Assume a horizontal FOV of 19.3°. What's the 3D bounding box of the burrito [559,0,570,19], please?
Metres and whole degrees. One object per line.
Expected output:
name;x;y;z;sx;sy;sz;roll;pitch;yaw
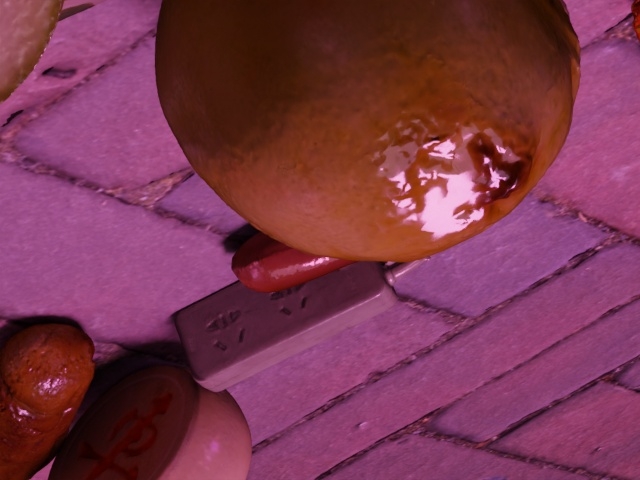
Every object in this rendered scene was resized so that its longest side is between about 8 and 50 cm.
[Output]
burrito;0.096;-0.117;1.730;0.175;0.107;0.348;-12;157;-36

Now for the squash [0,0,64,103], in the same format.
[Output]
squash;-0.287;-0.187;1.220;0.252;0.049;0.252;-1;116;-2

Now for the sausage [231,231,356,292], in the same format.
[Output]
sausage;0.000;0.000;1.931;0.194;0.077;0.077;-22;155;3

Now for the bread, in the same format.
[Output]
bread;-0.319;0.196;2.056;0.124;0.084;0.344;-9;152;-25

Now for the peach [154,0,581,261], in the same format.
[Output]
peach;0.031;-0.138;1.422;0.314;0.315;0.281;-18;140;10

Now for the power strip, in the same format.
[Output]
power strip;-0.015;0.063;2.020;0.288;0.093;0.053;-27;151;11

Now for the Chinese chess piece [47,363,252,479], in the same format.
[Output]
Chinese chess piece;-0.193;0.253;2.086;0.251;0.251;0.097;-32;123;20

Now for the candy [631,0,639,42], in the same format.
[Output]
candy;0.288;-0.245;1.685;0.078;0.084;0.288;-21;149;19

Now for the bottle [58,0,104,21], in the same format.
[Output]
bottle;-0.245;-0.188;1.312;0.253;0.120;0.120;-24;155;2
